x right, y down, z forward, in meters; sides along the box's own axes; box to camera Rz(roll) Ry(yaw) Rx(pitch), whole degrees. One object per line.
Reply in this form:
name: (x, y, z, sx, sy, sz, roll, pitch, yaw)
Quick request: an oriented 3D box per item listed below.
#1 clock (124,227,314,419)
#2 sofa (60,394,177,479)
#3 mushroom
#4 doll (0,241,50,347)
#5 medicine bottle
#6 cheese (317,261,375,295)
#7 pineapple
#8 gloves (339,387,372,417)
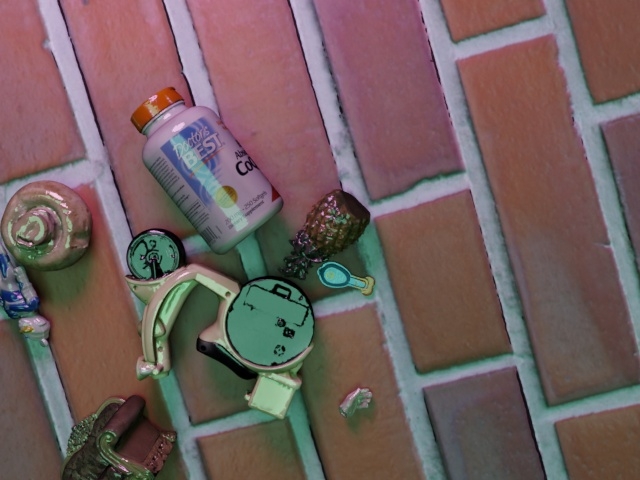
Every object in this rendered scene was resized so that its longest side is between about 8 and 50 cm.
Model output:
clock: (-0.198, 0.156, 1.418, 0.379, 0.120, 0.277, 19, 91, -1)
sofa: (-0.408, 0.424, 1.411, 0.182, 0.200, 0.258, 34, 97, -4)
mushroom: (-0.496, -0.024, 1.403, 0.166, 0.127, 0.166, 0, 101, -1)
doll: (-0.571, 0.102, 1.446, 0.114, 0.057, 0.227, -27, 100, 33)
medicine bottle: (-0.208, -0.128, 1.366, 0.157, 0.157, 0.289, -38, 94, 5)
cheese: (0.047, 0.072, 1.447, 0.111, 0.017, 0.047, 18, 99, 0)
pineapple: (0.000, 0.000, 1.409, 0.108, 0.108, 0.198, 41, 108, -2)
gloves: (0.061, 0.306, 1.459, 0.081, 0.037, 0.044, -25, 131, -11)
